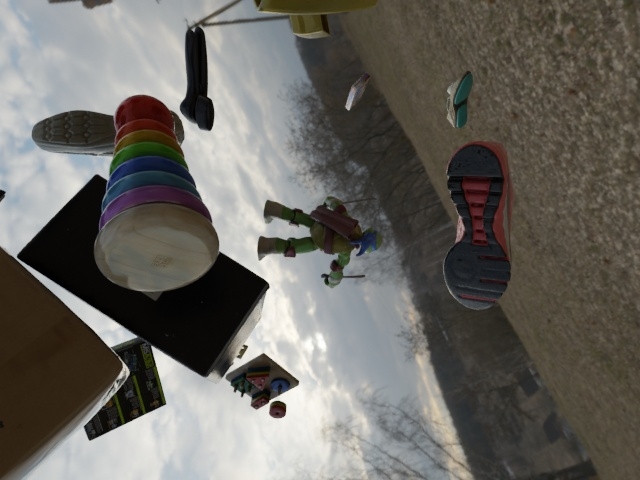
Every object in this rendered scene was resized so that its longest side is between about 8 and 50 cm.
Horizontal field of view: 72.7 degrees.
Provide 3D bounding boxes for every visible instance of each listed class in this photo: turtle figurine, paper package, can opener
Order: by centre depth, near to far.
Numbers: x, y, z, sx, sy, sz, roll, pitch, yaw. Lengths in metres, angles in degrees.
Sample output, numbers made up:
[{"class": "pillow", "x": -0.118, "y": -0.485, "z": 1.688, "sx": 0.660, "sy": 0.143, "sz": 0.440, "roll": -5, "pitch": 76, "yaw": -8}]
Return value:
[{"class": "paper package", "x": -0.464, "y": 0.181, "z": 0.528, "sx": 0.309, "sy": 0.325, "sz": 0.168, "roll": 45, "pitch": 153, "yaw": -3}, {"class": "can opener", "x": -0.230, "y": -0.303, "z": 0.823, "sx": 0.059, "sy": 0.073, "sz": 0.186, "roll": -65, "pitch": -15, "yaw": -55}, {"class": "turtle figurine", "x": 0.000, "y": 0.000, "z": 1.015, "sx": 0.274, "sy": 0.267, "sz": 0.197, "roll": -77, "pitch": -5, "yaw": -73}]

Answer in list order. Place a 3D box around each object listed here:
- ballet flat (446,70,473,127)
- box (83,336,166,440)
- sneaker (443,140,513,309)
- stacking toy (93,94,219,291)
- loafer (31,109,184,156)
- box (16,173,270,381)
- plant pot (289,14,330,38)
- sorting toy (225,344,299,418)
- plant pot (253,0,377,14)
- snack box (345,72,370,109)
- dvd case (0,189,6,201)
[{"class": "ballet flat", "x": 0.408, "y": -0.427, "z": 1.308, "sx": 0.067, "sy": 0.073, "sz": 0.206, "roll": 50, "pitch": 165, "yaw": 32}, {"class": "box", "x": -0.478, "y": 0.343, "z": 1.027, "sx": 0.045, "sy": 0.184, "sz": 0.190, "roll": 14, "pitch": 117, "yaw": 50}, {"class": "sneaker", "x": 0.301, "y": -0.025, "z": 0.773, "sx": 0.136, "sy": 0.116, "sz": 0.313, "roll": -29, "pitch": -58, "yaw": -46}, {"class": "stacking toy", "x": -0.235, "y": -0.094, "z": 0.613, "sx": 0.141, "sy": 0.141, "sz": 0.330, "roll": 51, "pitch": -167, "yaw": -50}, {"class": "loafer", "x": -0.484, "y": -0.237, "z": 1.017, "sx": 0.111, "sy": 0.320, "sz": 0.112, "roll": 117, "pitch": 144, "yaw": -62}, {"class": "box", "x": -0.289, "y": 0.097, "z": 0.806, "sx": 0.343, "sy": 0.179, "sz": 0.312, "roll": 32, "pitch": 159, "yaw": 3}, {"class": "plant pot", "x": -0.030, "y": -0.559, "z": 1.107, "sx": 0.081, "sy": 0.083, "sz": 0.081, "roll": -47, "pitch": -51, "yaw": -68}, {"class": "sorting toy", "x": -0.149, "y": 0.347, "z": 1.058, "sx": 0.274, "sy": 0.132, "sz": 0.046, "roll": 46, "pitch": -157, "yaw": -24}, {"class": "plant pot", "x": 0.009, "y": -0.455, "z": 0.617, "sx": 0.187, "sy": 0.212, "sz": 0.212, "roll": 0, "pitch": -126, "yaw": -27}, {"class": "snack box", "x": 0.121, "y": -0.491, "z": 1.441, "sx": 0.022, "sy": 0.064, "sz": 0.178, "roll": 46, "pitch": 174, "yaw": 0}, {"class": "dvd case", "x": -0.646, "y": -0.075, "z": 0.670, "sx": 0.221, "sy": 0.018, "sz": 0.164, "roll": 27, "pitch": -146, "yaw": -25}]
